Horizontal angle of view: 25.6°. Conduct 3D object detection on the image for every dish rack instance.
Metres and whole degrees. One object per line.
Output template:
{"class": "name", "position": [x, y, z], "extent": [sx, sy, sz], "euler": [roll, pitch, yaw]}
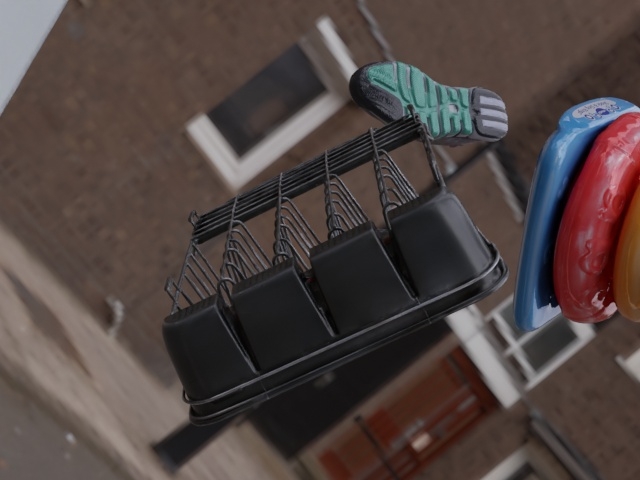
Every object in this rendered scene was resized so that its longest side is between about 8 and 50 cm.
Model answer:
{"class": "dish rack", "position": [0.000, 0.000, 0.920], "extent": [0.271, 0.208, 0.074], "euler": [-93, 158, -72]}

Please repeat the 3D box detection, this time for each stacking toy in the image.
{"class": "stacking toy", "position": [0.301, 0.015, 1.008], "extent": [0.301, 0.166, 0.175], "euler": [21, 25, 30]}

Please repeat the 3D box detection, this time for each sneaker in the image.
{"class": "sneaker", "position": [0.105, -0.139, 1.597], "extent": [0.223, 0.083, 0.098], "euler": [12, -21, -36]}

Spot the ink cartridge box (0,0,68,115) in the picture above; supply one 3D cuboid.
{"class": "ink cartridge box", "position": [-0.235, -0.082, 0.499], "extent": [0.239, 0.275, 0.060], "euler": [36, -25, -26]}
